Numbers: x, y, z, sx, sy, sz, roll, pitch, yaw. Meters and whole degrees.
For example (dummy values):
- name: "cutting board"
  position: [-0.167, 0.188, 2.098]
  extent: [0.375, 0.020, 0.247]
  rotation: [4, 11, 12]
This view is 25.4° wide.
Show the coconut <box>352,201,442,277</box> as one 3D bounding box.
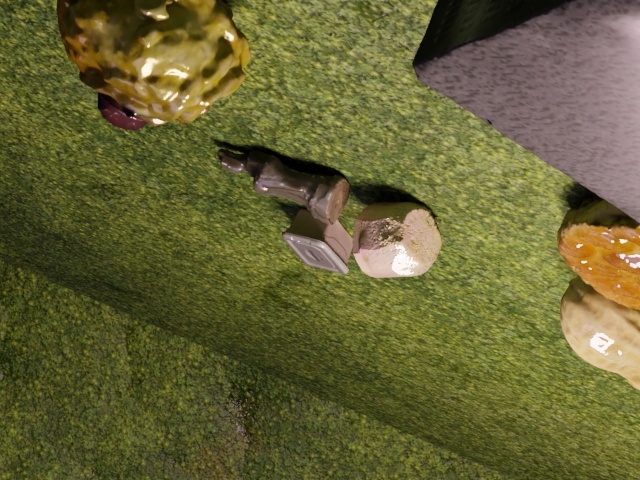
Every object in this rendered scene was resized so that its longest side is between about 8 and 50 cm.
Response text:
- name: "coconut"
  position: [0.107, -0.002, 2.137]
  extent: [0.116, 0.116, 0.122]
  rotation: [35, 154, -34]

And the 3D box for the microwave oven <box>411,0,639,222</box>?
- name: "microwave oven"
  position: [0.348, -0.156, 1.168]
  extent: [0.432, 0.236, 0.374]
  rotation: [30, 163, -20]

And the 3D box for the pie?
- name: "pie"
  position: [0.463, 0.029, 1.839]
  extent: [0.339, 0.083, 0.339]
  rotation: [19, 164, 6]

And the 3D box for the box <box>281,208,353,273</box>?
- name: "box"
  position: [0.000, 0.000, 2.363]
  extent: [0.089, 0.062, 0.122]
  rotation: [13, 161, 29]

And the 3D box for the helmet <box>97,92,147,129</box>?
- name: "helmet"
  position: [-0.290, -0.201, 2.119]
  extent: [0.098, 0.070, 0.123]
  rotation: [26, 162, -12]

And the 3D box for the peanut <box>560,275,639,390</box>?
- name: "peanut"
  position: [0.463, 0.143, 2.100]
  extent: [0.305, 0.147, 0.147]
  rotation: [29, 162, -33]

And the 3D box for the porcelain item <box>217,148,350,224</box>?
- name: "porcelain item"
  position: [-0.065, -0.096, 2.172]
  extent: [0.216, 0.069, 0.081]
  rotation: [23, 168, 17]

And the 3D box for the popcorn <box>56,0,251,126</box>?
- name: "popcorn"
  position: [-0.211, -0.231, 1.725]
  extent: [0.233, 0.192, 0.266]
  rotation: [17, 157, 21]
